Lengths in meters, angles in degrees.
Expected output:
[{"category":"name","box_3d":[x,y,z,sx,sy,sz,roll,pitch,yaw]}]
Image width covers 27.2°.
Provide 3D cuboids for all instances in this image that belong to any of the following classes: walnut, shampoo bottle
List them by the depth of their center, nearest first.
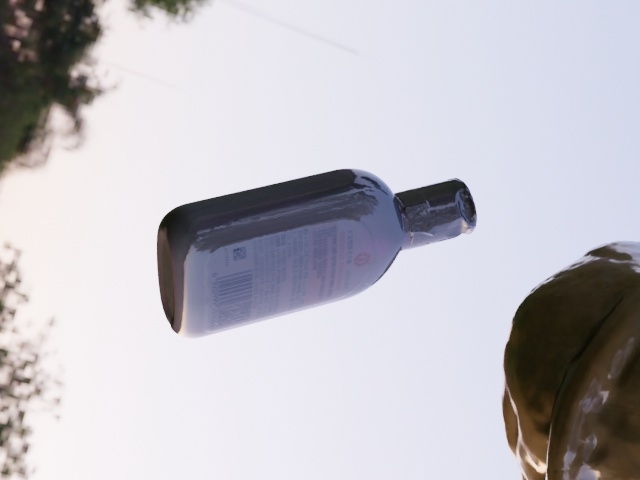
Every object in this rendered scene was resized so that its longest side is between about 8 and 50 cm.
[{"category":"shampoo bottle","box_3d":[0.000,0.000,0.672,0.040,0.165,0.080,-125,-152,-44]},{"category":"walnut","box_3d":[0.342,0.181,1.247,0.381,0.381,0.381,-53,-154,42]}]
